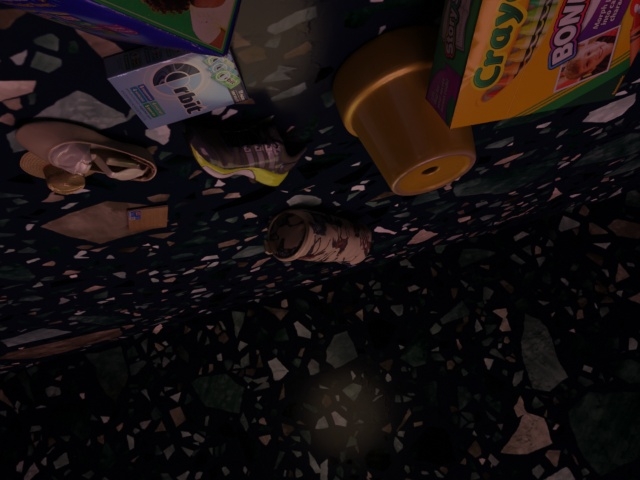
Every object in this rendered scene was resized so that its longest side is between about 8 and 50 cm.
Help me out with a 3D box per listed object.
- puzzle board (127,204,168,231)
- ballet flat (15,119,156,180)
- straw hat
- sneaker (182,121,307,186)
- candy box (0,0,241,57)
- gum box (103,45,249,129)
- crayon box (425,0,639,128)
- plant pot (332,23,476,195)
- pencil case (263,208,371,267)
[{"bbox_3d":[-0.441,-0.057,1.304,0.097,0.011,0.128,-9,161,-21],"label":"puzzle board"},{"bbox_3d":[-0.405,-0.150,0.916,0.086,0.086,0.248,-28,161,33],"label":"ballet flat"},{"bbox_3d":[-0.486,-0.121,0.970,0.145,0.061,0.144,-16,162,-5],"label":"straw hat"},{"bbox_3d":[-0.147,-0.194,1.029,0.121,0.111,0.300,-38,160,28],"label":"sneaker"},{"bbox_3d":[-0.262,-0.262,0.412,0.268,0.122,0.317,24,-166,39],"label":"candy box"},{"bbox_3d":[-0.223,-0.257,0.824,0.185,0.041,0.157,-18,163,-1],"label":"gum box"},{"bbox_3d":[0.339,-0.357,0.726,0.313,0.106,0.362,-14,140,-13],"label":"crayon box"},{"bbox_3d":[0.174,-0.227,0.967,0.254,0.238,0.254,-15,162,-5],"label":"plant pot"},{"bbox_3d":[0.000,0.000,1.655,0.183,0.159,0.410,-42,154,24],"label":"pencil case"}]
